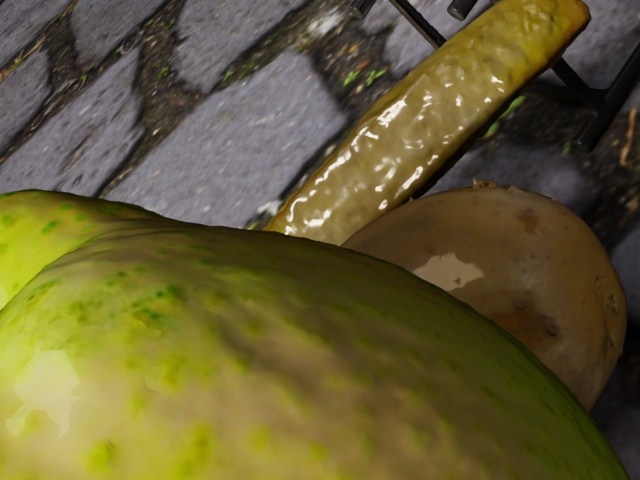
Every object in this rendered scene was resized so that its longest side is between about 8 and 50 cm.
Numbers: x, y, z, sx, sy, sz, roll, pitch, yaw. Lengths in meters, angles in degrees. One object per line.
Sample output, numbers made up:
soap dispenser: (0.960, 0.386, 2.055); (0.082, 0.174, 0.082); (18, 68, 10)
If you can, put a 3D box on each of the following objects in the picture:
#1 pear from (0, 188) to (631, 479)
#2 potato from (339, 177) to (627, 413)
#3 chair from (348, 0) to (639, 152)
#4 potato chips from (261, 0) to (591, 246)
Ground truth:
pear: (-0.057, 0.157, 0.555); (0.391, 0.391, 0.391); (-34, 30, 23)
potato: (0.052, 0.057, 0.793); (0.234, 0.146, 0.150); (-27, 1, 32)
chair: (0.164, -0.205, 0.953); (0.260, 0.154, 0.141); (-55, 29, -11)
potato chips: (0.000, 0.000, 0.888); (0.407, 0.057, 0.080); (-48, -11, 25)
